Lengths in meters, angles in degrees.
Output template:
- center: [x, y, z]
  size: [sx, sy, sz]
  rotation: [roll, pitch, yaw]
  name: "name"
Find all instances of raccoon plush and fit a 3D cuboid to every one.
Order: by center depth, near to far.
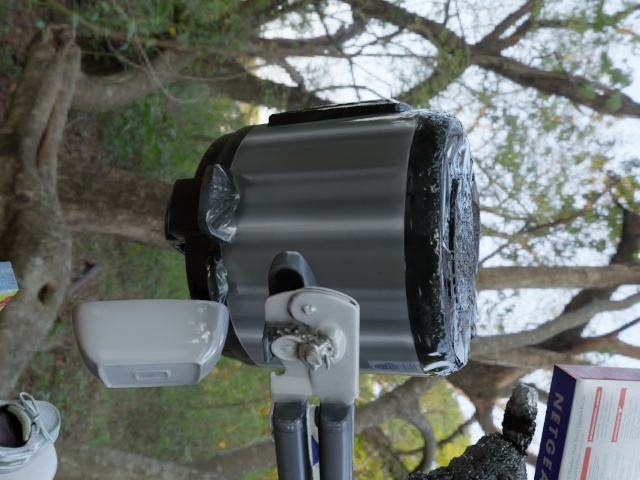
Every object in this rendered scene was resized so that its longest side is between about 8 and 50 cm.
- center: [0.413, 0.602, 1.995]
  size: [0.216, 0.299, 0.446]
  rotation: [152, -51, -78]
  name: "raccoon plush"

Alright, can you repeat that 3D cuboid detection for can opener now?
- center: [-0.002, 0.143, 0.607]
  size: [0.093, 0.074, 0.280]
  rotation: [-78, 168, -60]
  name: "can opener"

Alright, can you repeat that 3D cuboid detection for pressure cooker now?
- center: [-0.001, 0.005, 1.000]
  size: [0.375, 0.421, 0.369]
  rotation: [-60, 142, -55]
  name: "pressure cooker"

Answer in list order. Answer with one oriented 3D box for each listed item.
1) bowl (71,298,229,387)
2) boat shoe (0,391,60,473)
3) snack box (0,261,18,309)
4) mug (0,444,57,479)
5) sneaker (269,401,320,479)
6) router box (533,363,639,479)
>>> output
- center: [-0.158, 0.102, 0.662]
  size: [0.142, 0.142, 0.053]
  rotation: [117, -30, -63]
  name: "bowl"
- center: [-0.552, 0.328, 1.208]
  size: [0.118, 0.103, 0.320]
  rotation: [54, 13, 17]
  name: "boat shoe"
- center: [-0.690, 0.119, 1.301]
  size: [0.207, 0.174, 0.070]
  rotation: [-39, -113, 33]
  name: "snack box"
- center: [-0.705, 0.542, 1.440]
  size: [0.276, 0.328, 0.374]
  rotation: [-28, -89, 39]
  name: "mug"
- center: [0.001, 0.522, 1.700]
  size: [0.127, 0.182, 0.315]
  rotation: [-61, 139, -65]
  name: "sneaker"
- center: [0.578, 0.414, 1.363]
  size: [0.082, 0.301, 0.335]
  rotation: [-139, -124, -74]
  name: "router box"
